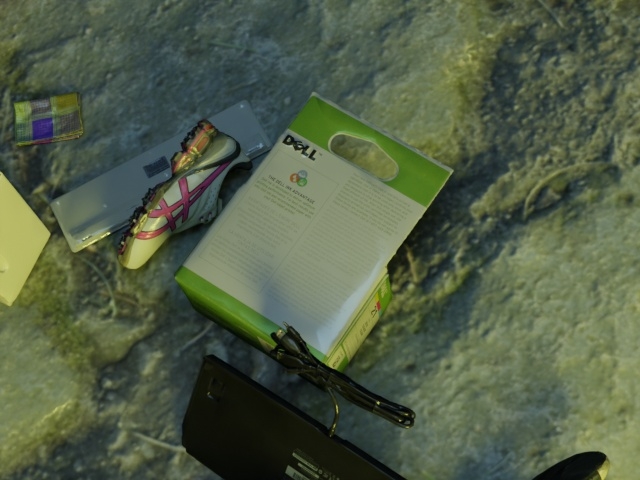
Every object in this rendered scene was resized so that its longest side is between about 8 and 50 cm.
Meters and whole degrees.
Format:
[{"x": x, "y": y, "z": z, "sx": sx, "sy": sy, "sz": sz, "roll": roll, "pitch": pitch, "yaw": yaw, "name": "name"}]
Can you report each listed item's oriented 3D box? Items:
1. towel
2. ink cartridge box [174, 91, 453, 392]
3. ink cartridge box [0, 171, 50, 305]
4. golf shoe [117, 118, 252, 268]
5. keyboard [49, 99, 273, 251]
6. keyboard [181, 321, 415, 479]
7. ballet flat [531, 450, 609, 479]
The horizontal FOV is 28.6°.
[{"x": -0.319, "y": -0.143, "z": 1.472, "sx": 0.083, "sy": 0.009, "sz": 0.060, "roll": -8, "pitch": 69, "yaw": 4, "name": "towel"}, {"x": 0.000, "y": 0.000, "z": 1.329, "sx": 0.189, "sy": 0.097, "sz": 0.255, "roll": 31, "pitch": 74, "yaw": 18, "name": "ink cartridge box"}, {"x": -0.435, "y": -0.039, "z": 1.360, "sx": 0.237, "sy": 0.172, "sz": 0.100, "roll": 22, "pitch": 72, "yaw": 15, "name": "ink cartridge box"}, {"x": -0.151, "y": -0.038, "z": 1.377, "sx": 0.086, "sy": 0.067, "sz": 0.186, "roll": 36, "pitch": 91, "yaw": -13, "name": "golf shoe"}, {"x": -0.182, "y": -0.075, "z": 1.428, "sx": 0.256, "sy": 0.014, "sz": 0.072, "roll": -28, "pitch": 63, "yaw": -4, "name": "keyboard"}, {"x": 0.008, "y": 0.202, "z": 1.222, "sx": 0.317, "sy": 0.033, "sz": 0.201, "roll": 30, "pitch": 118, "yaw": 20, "name": "keyboard"}, {"x": 0.211, "y": 0.265, "z": 1.202, "sx": 0.173, "sy": 0.057, "sz": 0.049, "roll": -40, "pitch": 108, "yaw": -8, "name": "ballet flat"}]
